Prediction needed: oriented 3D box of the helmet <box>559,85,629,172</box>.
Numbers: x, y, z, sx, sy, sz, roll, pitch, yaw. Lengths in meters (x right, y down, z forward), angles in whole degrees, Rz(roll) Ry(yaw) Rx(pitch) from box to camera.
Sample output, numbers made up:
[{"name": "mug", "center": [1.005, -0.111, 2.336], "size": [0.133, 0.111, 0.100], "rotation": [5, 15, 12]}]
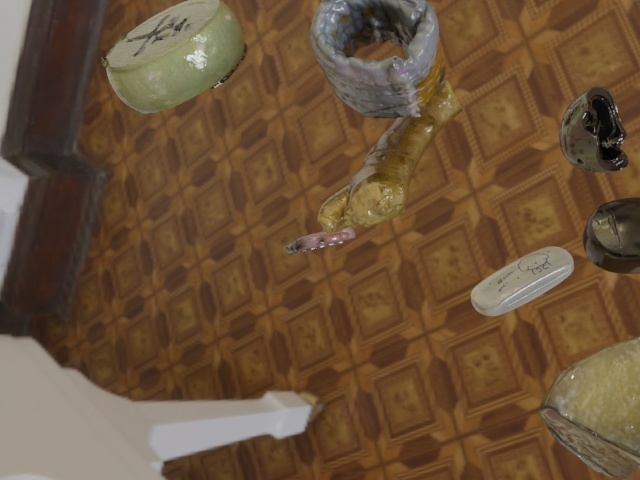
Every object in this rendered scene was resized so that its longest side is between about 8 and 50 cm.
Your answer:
[{"name": "helmet", "center": [0.547, -0.215, 1.809], "size": [0.107, 0.153, 0.176], "rotation": [-22, 57, 44]}]

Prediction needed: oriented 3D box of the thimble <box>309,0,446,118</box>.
[{"name": "thimble", "center": [0.067, -0.221, 1.033], "size": [0.151, 0.118, 0.127], "rotation": [22, 79, 22]}]

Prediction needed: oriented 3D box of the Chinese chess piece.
[{"name": "Chinese chess piece", "center": [-0.193, -0.248, 1.172], "size": [0.189, 0.083, 0.188], "rotation": [-21, 32, 15]}]

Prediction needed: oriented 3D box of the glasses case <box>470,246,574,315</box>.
[{"name": "glasses case", "center": [0.357, 0.071, 1.566], "size": [0.076, 0.197, 0.049], "rotation": [49, 163, 54]}]

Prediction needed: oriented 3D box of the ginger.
[{"name": "ginger", "center": [0.103, -0.110, 1.122], "size": [0.118, 0.299, 0.065], "rotation": [-6, 124, 42]}]

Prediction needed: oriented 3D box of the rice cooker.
[{"name": "rice cooker", "center": [0.605, -0.007, 1.703], "size": [0.118, 0.203, 0.142], "rotation": [102, 166, -60]}]

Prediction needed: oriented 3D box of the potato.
[{"name": "potato", "center": [0.527, 0.262, 1.548], "size": [0.189, 0.211, 0.264], "rotation": [36, 79, 21]}]

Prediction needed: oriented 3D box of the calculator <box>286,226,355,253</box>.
[{"name": "calculator", "center": [0.000, 0.000, 1.426], "size": [0.166, 0.103, 0.024], "rotation": [161, 96, -69]}]
